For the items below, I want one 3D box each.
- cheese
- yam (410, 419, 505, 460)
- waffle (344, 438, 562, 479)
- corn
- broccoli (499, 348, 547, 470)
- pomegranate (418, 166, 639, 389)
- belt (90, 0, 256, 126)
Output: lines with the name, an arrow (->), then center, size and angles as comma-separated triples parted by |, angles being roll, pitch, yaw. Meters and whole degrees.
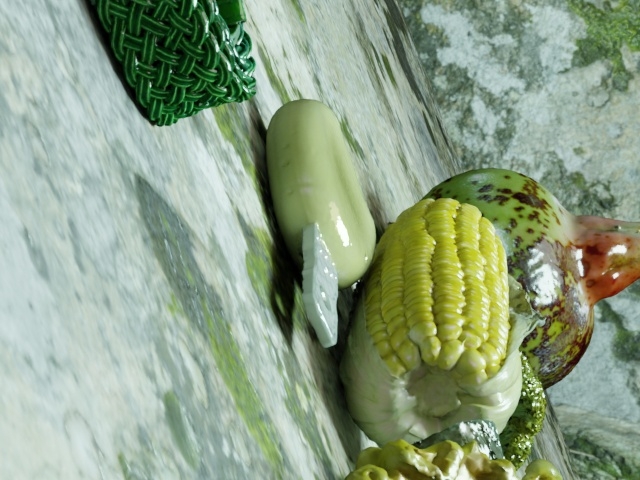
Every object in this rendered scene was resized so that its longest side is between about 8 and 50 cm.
cheese -> 0.000, 0.000, 1.318 | 0.255, 0.050, 0.127 | -89, 158, -63
yam -> 0.080, 0.202, 1.177 | 0.107, 0.107, 0.183 | 54, 19, -59
waffle -> 0.093, 0.222, 1.058 | 0.243, 0.059, 0.237 | 2, 71, -42
corn -> 0.082, 0.060, 1.388 | 0.122, 0.123, 0.305 | 44, 18, -9
broccoli -> 0.116, 0.125, 1.548 | 0.120, 0.130, 0.131 | -41, 152, -38
pomegranate -> 0.198, 0.033, 1.789 | 0.214, 0.248, 0.214 | -14, 90, -80
belt -> -0.078, -0.142, 1.065 | 0.121, 0.079, 0.151 | -82, 150, -71
